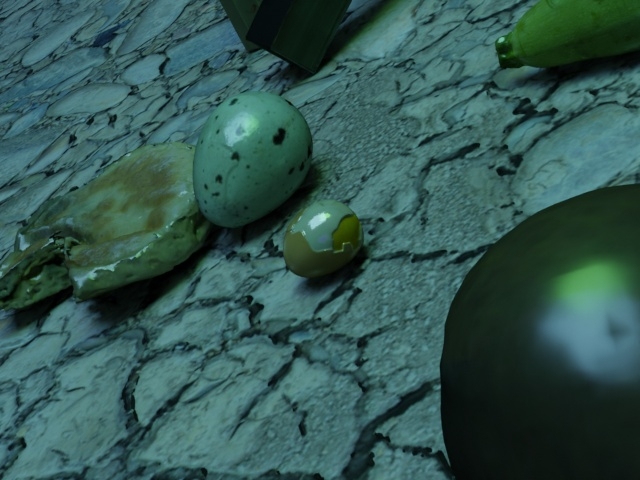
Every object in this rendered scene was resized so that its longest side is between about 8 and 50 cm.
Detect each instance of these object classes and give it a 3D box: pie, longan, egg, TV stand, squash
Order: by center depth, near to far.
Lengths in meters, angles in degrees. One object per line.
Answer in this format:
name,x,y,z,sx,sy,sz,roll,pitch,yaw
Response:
longan,0.203,0.092,0.683,0.300,0.300,0.243,-97,27,-58
egg,0.000,0.000,1.163,0.083,0.071,0.071,-43,31,-11
squash,0.341,-0.258,1.179,0.370,0.118,0.118,-20,32,22
egg,-0.080,-0.088,1.319,0.131,0.131,0.164,15,71,52
pie,-0.251,-0.016,1.422,0.337,0.075,0.337,-23,26,12
TV stand,0.006,-0.365,1.569,0.269,0.082,0.088,-62,31,3

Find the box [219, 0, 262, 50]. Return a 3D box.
box,-0.109,-0.397,1.720,0.058,0.201,0.141,-11,37,26
